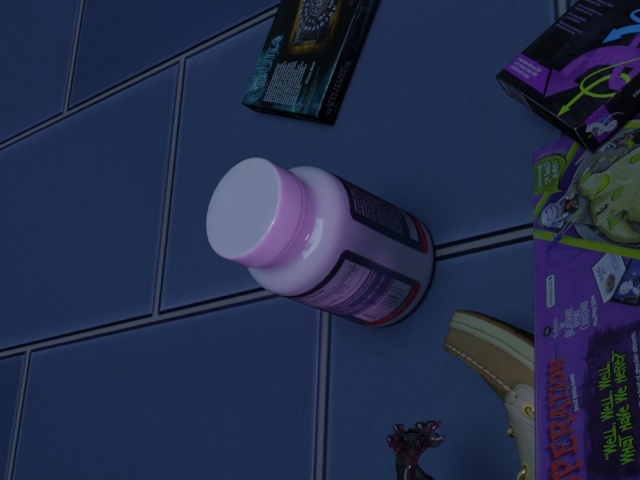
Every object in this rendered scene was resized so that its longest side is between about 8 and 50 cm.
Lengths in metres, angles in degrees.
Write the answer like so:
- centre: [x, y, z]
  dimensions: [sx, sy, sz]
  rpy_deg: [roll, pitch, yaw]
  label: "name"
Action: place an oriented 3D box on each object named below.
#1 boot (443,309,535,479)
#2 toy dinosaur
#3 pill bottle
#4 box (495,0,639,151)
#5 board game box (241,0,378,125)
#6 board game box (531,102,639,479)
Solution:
- centre: [0.143, 0.180, 0.610]
  dimensions: [0.262, 0.095, 0.203]
  rpy_deg: [35, 100, 43]
  label: "boot"
- centre: [0.063, 0.181, 0.604]
  dimensions: [0.268, 0.064, 0.118]
  rpy_deg: [157, 113, -77]
  label: "toy dinosaur"
- centre: [0.000, 0.000, 0.752]
  dimensions: [0.108, 0.180, 0.108]
  rpy_deg: [-19, 61, 37]
  label: "pill bottle"
- centre: [0.220, -0.149, 0.675]
  dimensions: [0.162, 0.029, 0.116]
  rpy_deg: [-42, 34, 5]
  label: "box"
- centre: [-0.005, -0.216, 0.956]
  dimensions: [0.126, 0.026, 0.186]
  rpy_deg: [18, 86, 46]
  label: "board game box"
- centre: [0.219, 0.006, 0.528]
  dimensions: [0.208, 0.056, 0.347]
  rpy_deg: [-26, 28, 29]
  label: "board game box"
